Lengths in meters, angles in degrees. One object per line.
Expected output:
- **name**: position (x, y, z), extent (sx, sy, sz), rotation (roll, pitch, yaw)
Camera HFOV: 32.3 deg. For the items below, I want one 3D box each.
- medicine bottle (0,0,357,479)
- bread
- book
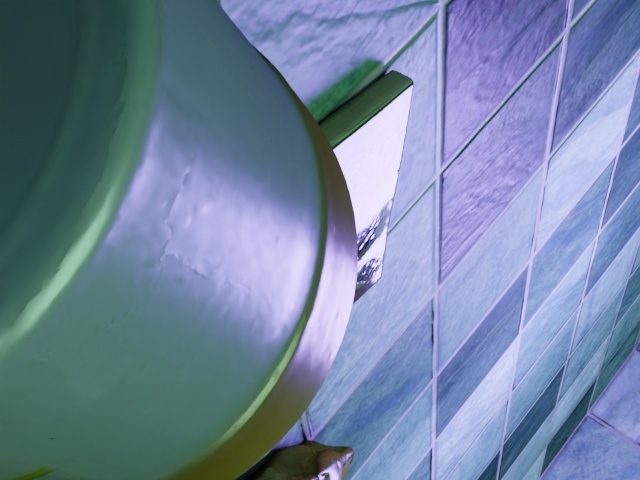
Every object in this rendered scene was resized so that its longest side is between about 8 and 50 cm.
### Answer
- **medicine bottle**: position (-0.127, -0.016, 0.443), extent (0.238, 0.238, 0.232), rotation (-55, 155, -4)
- **bread**: position (-0.043, 0.297, 1.207), extent (0.161, 0.088, 0.233), rotation (-56, 160, 11)
- **book**: position (0.000, 0.000, 0.979), extent (0.202, 0.027, 0.264), rotation (-40, 152, -33)
